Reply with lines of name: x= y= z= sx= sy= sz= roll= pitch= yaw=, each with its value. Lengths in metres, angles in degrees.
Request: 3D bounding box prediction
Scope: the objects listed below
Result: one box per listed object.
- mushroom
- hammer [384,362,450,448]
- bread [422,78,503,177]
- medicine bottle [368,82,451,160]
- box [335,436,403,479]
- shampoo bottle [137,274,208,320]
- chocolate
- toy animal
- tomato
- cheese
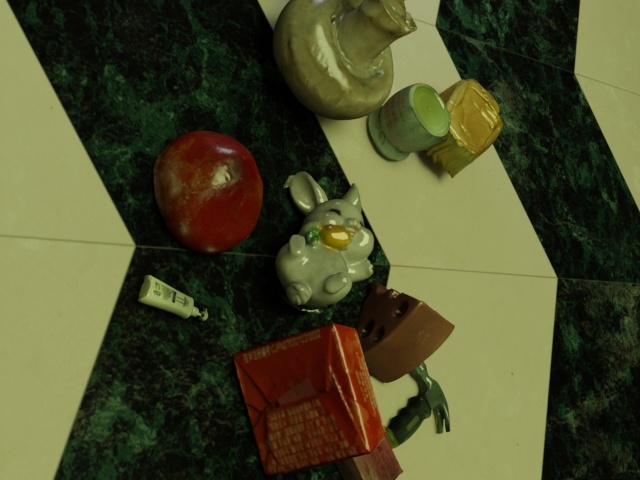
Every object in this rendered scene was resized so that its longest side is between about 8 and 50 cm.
mushroom: x=0.057 y=-0.407 z=2.081 sx=0.297 sy=0.290 sz=0.297 roll=20 pitch=60 yaw=-38
hammer: x=0.190 y=0.370 z=2.083 sx=0.226 sy=0.041 sz=0.159 roll=-32 pitch=95 yaw=-47
bread: x=0.335 y=-0.276 z=2.420 sx=0.179 sy=0.133 sz=0.250 roll=49 pitch=45 yaw=-18
medicine bottle: x=0.202 y=-0.271 z=2.278 sx=0.147 sy=0.143 sz=0.147 roll=23 pitch=56 yaw=-37
box: x=0.083 y=0.420 z=1.944 sx=0.111 sy=0.060 sz=0.156 roll=-25 pitch=89 yaw=-47
shampoo bottle: x=-0.256 y=0.111 z=1.750 sx=0.141 sy=0.034 sz=0.049 roll=30 pitch=47 yaw=-34
chocolate: x=-0.015 y=0.281 z=1.779 sx=0.108 sy=0.237 sz=0.235 roll=-7 pitch=78 yaw=-56
toy animal: x=0.006 y=0.004 z=1.975 sx=0.208 sy=0.154 sz=0.325 roll=13 pitch=42 yaw=-18
tomato: x=-0.192 y=-0.100 z=1.822 sx=0.200 sy=0.139 sz=0.233 roll=-7 pitch=79 yaw=-40
cheese: x=0.182 y=0.175 z=2.053 sx=0.128 sy=0.177 sz=0.203 roll=39 pitch=50 yaw=-27
